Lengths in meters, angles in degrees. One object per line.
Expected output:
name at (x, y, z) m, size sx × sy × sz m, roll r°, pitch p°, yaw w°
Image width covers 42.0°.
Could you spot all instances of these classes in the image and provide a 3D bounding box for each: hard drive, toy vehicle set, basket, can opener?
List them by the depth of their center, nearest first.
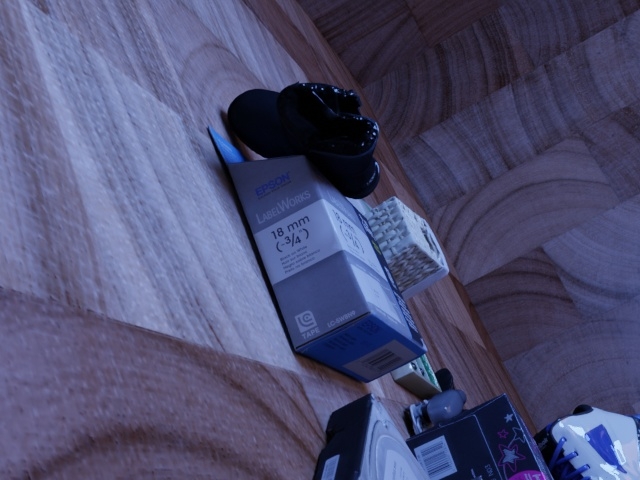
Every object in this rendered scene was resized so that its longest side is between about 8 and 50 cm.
hard drive at (0.107, 0.345, 0.841) m, size 0.339 × 0.064 × 0.237 m, roll 60°, pitch 12°, yaw -6°
basket at (0.087, 0.030, 1.253) m, size 0.103 × 0.167 × 0.113 m, roll 39°, pitch 23°, yaw -45°
can opener at (0.212, 0.278, 1.337) m, size 0.283 × 0.095 × 0.076 m, roll 9°, pitch 56°, yaw -66°
toy vehicle set at (0.121, 0.136, 1.440) m, size 0.166 × 0.035 × 0.267 m, roll 42°, pitch 23°, yaw -58°

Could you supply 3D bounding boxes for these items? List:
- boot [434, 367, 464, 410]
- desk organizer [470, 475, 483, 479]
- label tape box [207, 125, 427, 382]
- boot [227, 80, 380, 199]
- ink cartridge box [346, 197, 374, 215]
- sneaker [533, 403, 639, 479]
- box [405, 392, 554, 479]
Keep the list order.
boot at (0.249, 0.310, 1.552) m, size 0.099 × 0.045 × 0.121 m, roll 51°, pitch 22°, yaw -30°
desk organizer at (0.185, 0.334, 0.919) m, size 0.050 × 0.047 × 0.130 m, roll 54°, pitch 14°, yaw -40°
label tape box at (0.000, 0.000, 1.089) m, size 0.240 × 0.106 × 0.333 m, roll 39°, pitch 25°, yaw -62°
boot at (-0.029, -0.156, 1.074) m, size 0.246 × 0.094 × 0.207 m, roll 33°, pitch -9°, yaw 13°
ink cartridge box at (0.062, -0.086, 1.681) m, size 0.224 × 0.056 × 0.181 m, roll 66°, pitch 13°, yaw 16°
sneaker at (0.380, 0.353, 1.172) m, size 0.315 × 0.182 × 0.127 m, roll -66°, pitch 174°, yaw -48°
box at (0.236, 0.361, 1.093) m, size 0.142 × 0.163 × 0.247 m, roll 53°, pitch 13°, yaw -44°
